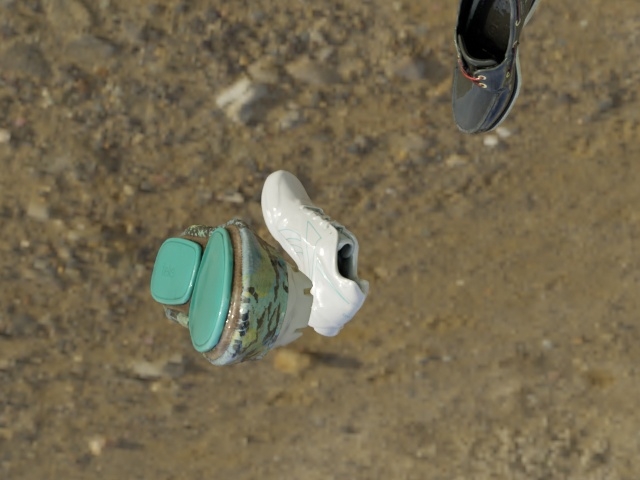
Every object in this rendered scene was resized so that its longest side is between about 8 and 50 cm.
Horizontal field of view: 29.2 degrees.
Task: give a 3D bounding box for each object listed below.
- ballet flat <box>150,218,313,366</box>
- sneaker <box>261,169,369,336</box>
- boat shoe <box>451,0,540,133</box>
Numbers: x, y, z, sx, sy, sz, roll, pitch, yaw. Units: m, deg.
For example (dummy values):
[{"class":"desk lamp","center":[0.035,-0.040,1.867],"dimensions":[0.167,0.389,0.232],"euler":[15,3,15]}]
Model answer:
[{"class":"ballet flat","center":[-0.037,0.024,0.600],"dimensions":[0.070,0.070,0.188],"euler":[14,-176,-17]},{"class":"sneaker","center":[0.000,0.000,1.002],"dimensions":[0.054,0.152,0.061],"euler":[4,143,-45]},{"class":"boat shoe","center":[0.098,-0.116,0.741],"dimensions":[0.049,0.042,0.133],"euler":[38,141,25]}]
